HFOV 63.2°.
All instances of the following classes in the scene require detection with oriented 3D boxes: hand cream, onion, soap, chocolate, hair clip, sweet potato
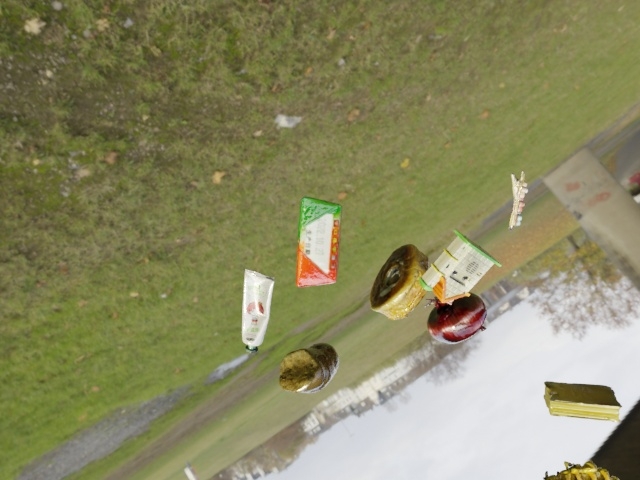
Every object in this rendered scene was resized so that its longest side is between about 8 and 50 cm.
[{"bbox_3d":[-0.252,0.277,2.017,0.076,0.121,0.335,-50,150,-69],"label":"hand cream"},{"bbox_3d":[0.569,0.311,2.258,0.273,0.285,0.273,-43,-173,7],"label":"onion"},{"bbox_3d":[0.919,0.564,1.836,0.233,0.076,0.135,4,-163,11],"label":"soap"},{"bbox_3d":[0.000,0.000,2.092,0.162,0.341,0.360,4,-177,4],"label":"chocolate"},{"bbox_3d":[0.663,-0.131,1.740,0.056,0.213,0.062,-4,-153,9],"label":"hair clip"},{"bbox_3d":[-0.018,0.430,1.772,0.158,0.157,0.370,-39,163,16],"label":"sweet potato"}]

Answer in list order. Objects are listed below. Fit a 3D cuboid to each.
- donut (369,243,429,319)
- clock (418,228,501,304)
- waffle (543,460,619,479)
[{"bbox_3d":[0.350,0.181,2.210,0.330,0.160,0.330,-56,-168,18],"label":"donut"},{"bbox_3d":[0.528,0.118,2.022,0.220,0.106,0.255,30,107,-33],"label":"clock"},{"bbox_3d":[0.832,0.846,1.626,0.329,0.329,0.062,-34,164,-9],"label":"waffle"}]
